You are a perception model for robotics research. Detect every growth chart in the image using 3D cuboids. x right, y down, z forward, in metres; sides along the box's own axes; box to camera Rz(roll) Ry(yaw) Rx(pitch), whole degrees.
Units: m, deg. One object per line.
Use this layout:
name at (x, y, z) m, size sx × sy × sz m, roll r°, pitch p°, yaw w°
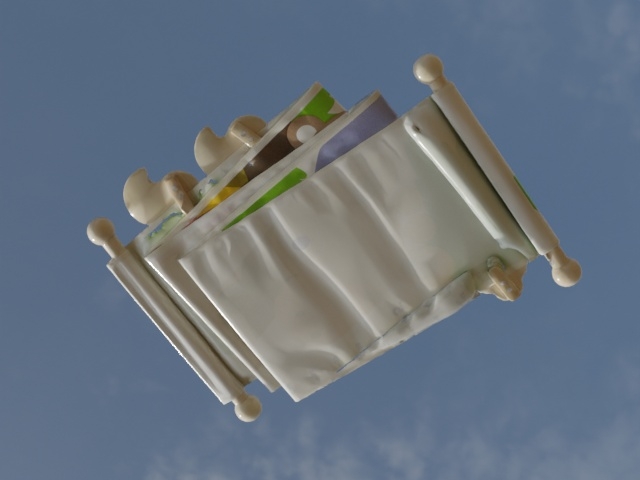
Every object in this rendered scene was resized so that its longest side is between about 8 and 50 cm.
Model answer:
growth chart at (0.000, 0.000, 0.690) m, size 0.237 × 0.021 × 0.172 m, roll -27°, pitch -79°, yaw 17°
